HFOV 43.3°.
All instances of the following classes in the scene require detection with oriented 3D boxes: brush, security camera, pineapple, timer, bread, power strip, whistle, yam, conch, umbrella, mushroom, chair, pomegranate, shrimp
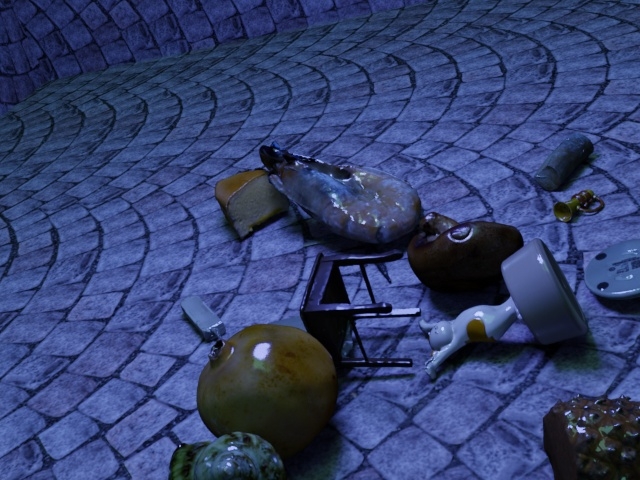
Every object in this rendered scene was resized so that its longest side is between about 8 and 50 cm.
[{"bbox_3d":[0.000,0.000,1.840,0.083,0.013,0.016,-13,31,11],"label":"brush"},{"bbox_3d":[0.608,0.047,1.375,0.301,0.080,0.157,-15,29,24],"label":"security camera"},{"bbox_3d":[0.475,0.248,1.041,0.364,0.166,0.165,-11,28,-7],"label":"pineapple"},{"bbox_3d":[0.289,0.131,1.357,0.266,0.175,0.175,-29,25,18],"label":"timer"},{"bbox_3d":[-0.170,-0.106,1.993,0.160,0.140,0.169,-29,30,-9],"label":"bread"},{"bbox_3d":[-0.243,0.161,1.669,0.047,0.030,0.191,-26,30,-19],"label":"power strip"},{"bbox_3d":[0.538,-0.078,1.660,0.109,0.046,0.057,-26,15,-27],"label":"whistle"},{"bbox_3d":[0.543,-0.178,1.804,0.068,0.068,0.169,13,40,42],"label":"yam"},{"bbox_3d":[-0.142,0.349,1.147,0.187,0.182,0.124,19,32,9],"label":"conch"},{"bbox_3d":[0.108,0.020,1.737,0.044,0.044,0.269,2,34,-19],"label":"umbrella"},{"bbox_3d":[0.268,0.033,1.488,0.194,0.138,0.231,16,-11,-11],"label":"mushroom"},{"bbox_3d":[0.000,0.135,1.421,0.318,0.186,0.160,-6,40,20],"label":"chair"},{"bbox_3d":[-0.079,0.237,1.267,0.233,0.233,0.233,-13,29,7],"label":"pomegranate"},{"bbox_3d":[0.032,-0.125,1.814,0.445,0.110,0.221,29,53,31],"label":"shrimp"}]
